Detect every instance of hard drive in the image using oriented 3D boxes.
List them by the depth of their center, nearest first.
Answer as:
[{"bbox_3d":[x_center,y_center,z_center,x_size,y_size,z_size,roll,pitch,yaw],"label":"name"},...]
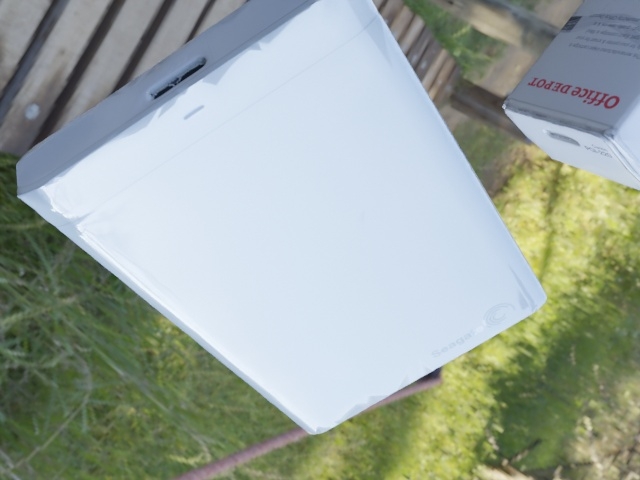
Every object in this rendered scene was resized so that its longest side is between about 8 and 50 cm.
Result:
[{"bbox_3d":[0.000,0.000,0.548,0.203,0.040,0.307,-32,134,10],"label":"hard drive"}]

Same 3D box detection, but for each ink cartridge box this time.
[{"bbox_3d":[0.289,-0.162,0.779,0.092,0.158,0.218,41,89,-29],"label":"ink cartridge box"}]
